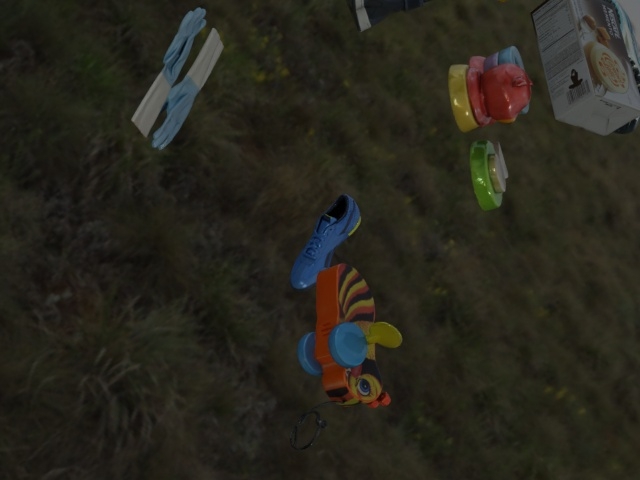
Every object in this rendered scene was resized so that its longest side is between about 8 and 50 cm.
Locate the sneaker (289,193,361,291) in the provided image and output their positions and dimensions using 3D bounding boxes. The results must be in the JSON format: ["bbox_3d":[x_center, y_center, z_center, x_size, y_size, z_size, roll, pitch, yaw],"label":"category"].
[{"bbox_3d":[0.000,0.000,1.682,0.069,0.209,0.082,26,-19,31],"label":"sneaker"}]

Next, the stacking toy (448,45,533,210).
[{"bbox_3d":[0.351,-0.217,1.628,0.309,0.130,0.279,-46,124,-62],"label":"stacking toy"}]

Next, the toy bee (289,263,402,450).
[{"bbox_3d":[0.040,0.198,1.399,0.162,0.195,0.298,30,76,-34],"label":"toy bee"}]

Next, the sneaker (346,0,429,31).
[{"bbox_3d":[0.116,-0.425,1.417,0.226,0.163,0.086,22,48,-81],"label":"sneaker"}]

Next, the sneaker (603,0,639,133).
[{"bbox_3d":[0.625,-0.358,1.806,0.122,0.110,0.283,-1,82,-46],"label":"sneaker"}]

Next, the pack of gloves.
[{"bbox_3d":[-0.249,-0.272,1.464,0.046,0.232,0.195,25,-9,10],"label":"pack of gloves"}]

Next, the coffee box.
[{"bbox_3d":[0.498,-0.336,1.644,0.141,0.098,0.246,12,60,-32],"label":"coffee box"}]
